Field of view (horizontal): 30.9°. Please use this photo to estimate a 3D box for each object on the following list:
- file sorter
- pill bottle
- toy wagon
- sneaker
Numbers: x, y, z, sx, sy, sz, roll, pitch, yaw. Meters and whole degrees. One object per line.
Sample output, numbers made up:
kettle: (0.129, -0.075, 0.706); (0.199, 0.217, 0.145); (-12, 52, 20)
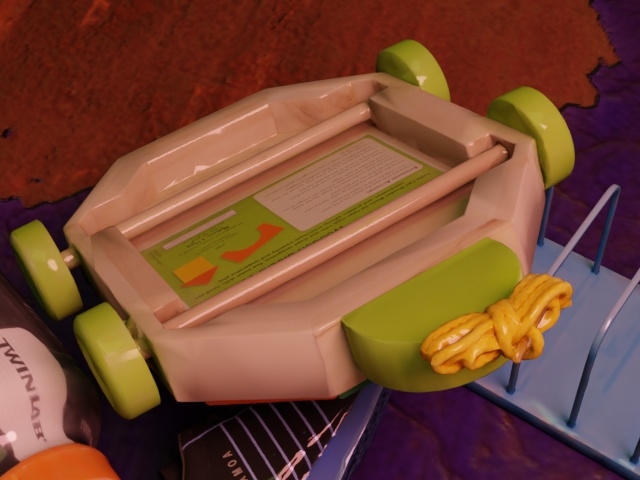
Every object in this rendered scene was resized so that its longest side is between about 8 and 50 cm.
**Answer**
file sorter: (0.171, 0.046, 0.648); (0.170, 0.104, 0.118); (29, 58, 22)
pill bottle: (-0.204, 0.077, 0.618); (0.130, 0.130, 0.246); (-34, 58, -23)
toy wagon: (0.000, 0.000, 0.594); (0.267, 0.068, 0.344); (-28, 32, -17)
sneaker: (-0.025, 0.108, 0.619); (0.090, 0.081, 0.232); (24, 57, 11)
